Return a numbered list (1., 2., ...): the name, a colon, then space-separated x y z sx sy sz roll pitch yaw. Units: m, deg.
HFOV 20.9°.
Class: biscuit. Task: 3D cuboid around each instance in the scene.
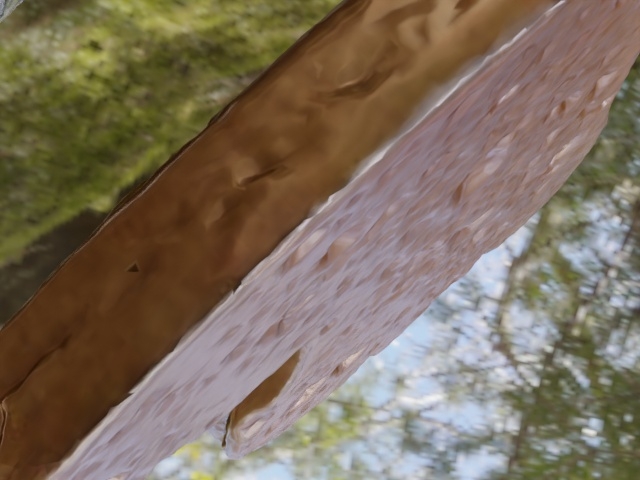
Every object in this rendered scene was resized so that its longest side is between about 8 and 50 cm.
1. biscuit: -0.001 -0.001 0.535 0.262 0.277 0.052 -43 -102 -9

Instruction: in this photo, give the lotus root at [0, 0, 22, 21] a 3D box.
1. lotus root: -0.231 -0.205 0.863 0.160 0.152 0.275 -34 -117 21
